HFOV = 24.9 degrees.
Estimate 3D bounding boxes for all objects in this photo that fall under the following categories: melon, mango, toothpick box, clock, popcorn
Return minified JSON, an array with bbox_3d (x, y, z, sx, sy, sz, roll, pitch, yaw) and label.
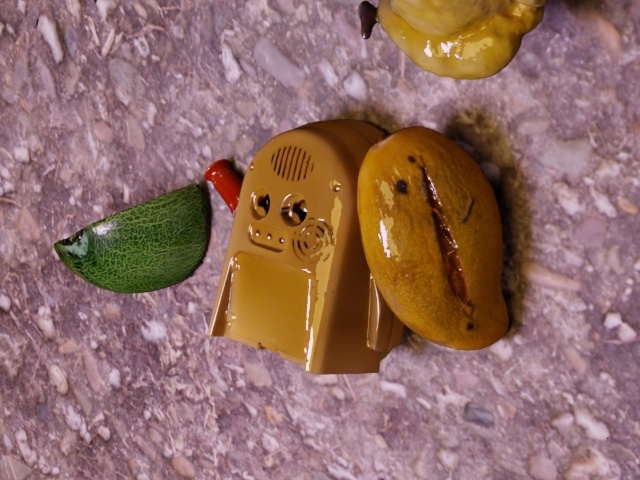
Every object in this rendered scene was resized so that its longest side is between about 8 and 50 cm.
[{"bbox_3d":[-0.291,0.023,2.184,0.265,0.169,0.129,-23,87,46],"label":"melon"},{"bbox_3d":[0.143,0.003,1.770,0.295,0.177,0.120,69,165,-4],"label":"mango"},{"bbox_3d":[-0.129,-0.076,2.087,0.083,0.047,0.047,53,131,21],"label":"toothpick box"},{"bbox_3d":[0.000,0.000,1.901,0.244,0.200,0.317,16,104,37],"label":"clock"},{"bbox_3d":[0.175,-0.361,1.600,0.316,0.281,0.297,85,-179,-49],"label":"popcorn"}]
